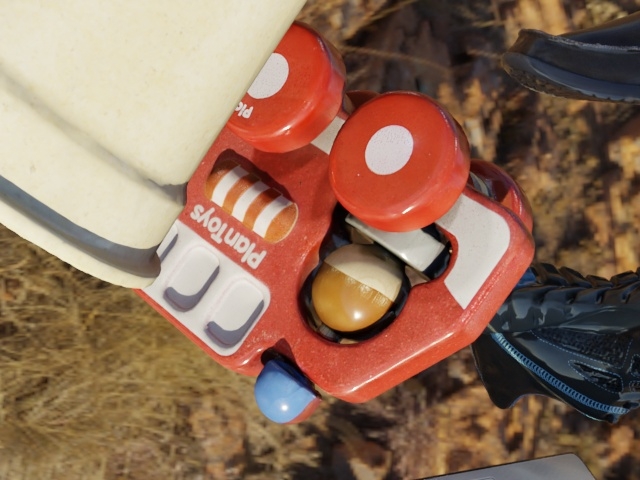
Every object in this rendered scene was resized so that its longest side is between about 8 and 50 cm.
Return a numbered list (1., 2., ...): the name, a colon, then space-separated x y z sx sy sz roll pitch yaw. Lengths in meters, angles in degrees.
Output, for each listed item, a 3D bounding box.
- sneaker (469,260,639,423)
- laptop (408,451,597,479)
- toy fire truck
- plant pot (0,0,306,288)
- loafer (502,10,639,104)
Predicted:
1. sneaker: 0.304 0.096 1.152 0.125 0.341 0.139 -35 121 -55
2. laptop: 0.211 0.275 0.954 0.382 0.408 0.236 -2 132 -32
3. toy fire truck: 0.000 0.000 0.939 0.254 0.302 0.169 -55 146 2
4. plant pot: -0.140 -0.191 0.805 0.334 0.334 0.305 38 95 -31
5. loafer: 0.395 -0.229 1.499 0.366 0.134 0.130 4 97 -16
